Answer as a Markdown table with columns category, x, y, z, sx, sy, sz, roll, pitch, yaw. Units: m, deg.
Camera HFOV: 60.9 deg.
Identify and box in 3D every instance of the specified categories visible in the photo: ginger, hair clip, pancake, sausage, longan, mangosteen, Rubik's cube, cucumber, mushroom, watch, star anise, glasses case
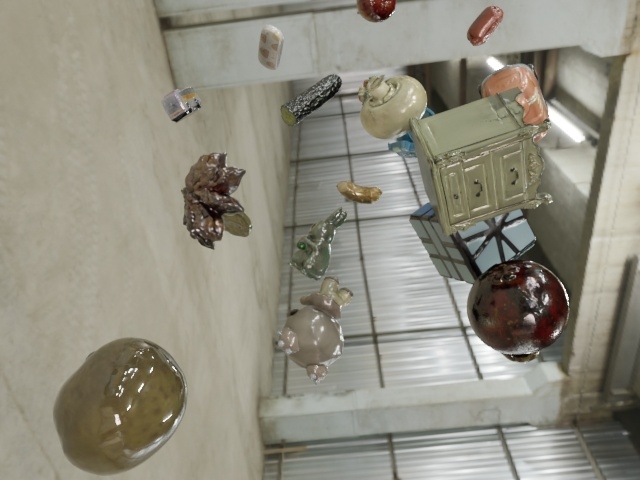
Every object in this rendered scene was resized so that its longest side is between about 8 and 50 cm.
| category | x | y | z | sx | sy | sz | roll | pitch | yaw |
| --- | --- | --- | --- | --- | --- | --- | --- | --- | --- |
| ginger | 0.154 | -0.192 | 2.192 | 0.069 | 0.190 | 0.096 | -79 | 179 | -50 |
| hair clip | 0.221 | -0.576 | 2.264 | 0.321 | 0.091 | 0.139 | 28 | 73 | -68 |
| pancake | -0.426 | -0.120 | 2.397 | 0.050 | 0.294 | 0.295 | -57 | 158 | -26 |
| sausage | 0.536 | -0.702 | 1.776 | 0.076 | 0.141 | 0.076 | 39 | 16 | -13 |
| longan | -0.530 | 0.430 | 1.445 | 0.361 | 0.360 | 0.361 | -7 | 90 | -88 |
| mangosteen | 0.577 | 0.207 | 1.604 | 0.311 | 0.310 | 0.312 | -7 | 90 | -88 |
| Rubik's cube | 0.537 | -0.039 | 1.948 | 0.294 | 0.288 | 0.283 | 56 | -13 | -11 |
| cucumber | -0.014 | -0.433 | 1.632 | 0.300 | 0.072 | 0.072 | -46 | 142 | -37 |
| mushroom | 0.238 | -0.470 | 1.861 | 0.202 | 0.246 | 0.246 | 46 | 21 | -27 |
| watch | 0.383 | -0.439 | 2.202 | 0.211 | 0.210 | 0.194 | 58 | 40 | -84 |
| star anise | -0.280 | -0.104 | 1.325 | 0.236 | 0.108 | 0.223 | 43 | -69 | 43 |
| glasses case | -0.138 | -0.531 | 1.506 | 0.041 | 0.063 | 0.164 | -61 | -179 | -20 |

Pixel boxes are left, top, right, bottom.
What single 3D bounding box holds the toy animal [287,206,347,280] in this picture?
| category | x | y | z | sx | sy | sz | roll | pitch | yaw |
| --- | --- | --- | --- | --- | --- | --- | --- | --- | --- |
| toy animal | 0.000 | 0.000 | 1.785 | 0.251 | 0.125 | 0.127 | -61 | 161 | -4 |

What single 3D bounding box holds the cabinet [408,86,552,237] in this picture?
| category | x | y | z | sx | sy | sz | roll | pitch | yaw |
| --- | --- | --- | --- | --- | --- | --- | --- | --- | --- |
| cabinet | 0.451 | -0.217 | 1.526 | 0.228 | 0.317 | 0.290 | -100 | 170 | -47 |

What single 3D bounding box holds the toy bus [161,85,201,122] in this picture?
| category | x | y | z | sx | sy | sz | roll | pitch | yaw |
| --- | --- | --- | --- | --- | --- | --- | --- | --- | --- |
| toy bus | -0.359 | -0.357 | 1.417 | 0.072 | 0.057 | 0.172 | 58 | 13 | -17 |

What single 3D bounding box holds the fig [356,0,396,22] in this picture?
| category | x | y | z | sx | sy | sz | roll | pitch | yaw |
| --- | --- | --- | --- | --- | --- | --- | --- | --- | --- |
| fig | 0.156 | -0.703 | 1.593 | 0.153 | 0.119 | 0.119 | -110 | -170 | -55 |

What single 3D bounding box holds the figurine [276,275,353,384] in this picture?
| category | x | y | z | sx | sy | sz | roll | pitch | yaw |
| --- | --- | --- | --- | --- | --- | --- | --- | --- | --- |
| figurine | 0.000 | 0.291 | 1.897 | 0.248 | 0.203 | 0.381 | 54 | 42 | -23 |

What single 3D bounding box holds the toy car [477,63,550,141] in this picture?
| category | x | y | z | sx | sy | sz | roll | pitch | yaw |
| --- | --- | --- | --- | --- | --- | --- | --- | --- | --- |
| toy car | 0.620 | -0.408 | 1.723 | 0.271 | 0.180 | 0.213 | 56 | 29 | -30 |
